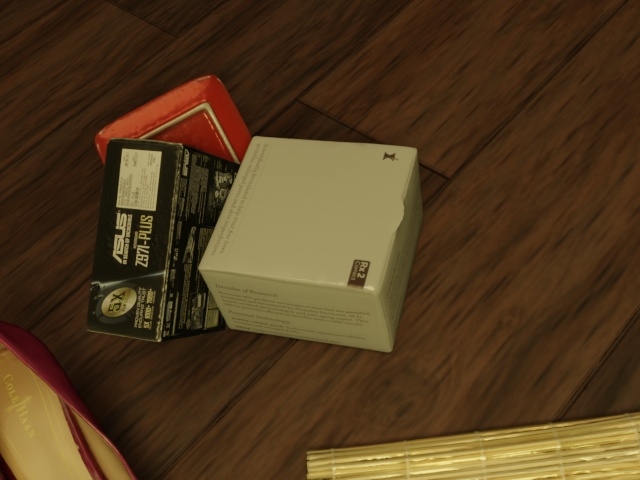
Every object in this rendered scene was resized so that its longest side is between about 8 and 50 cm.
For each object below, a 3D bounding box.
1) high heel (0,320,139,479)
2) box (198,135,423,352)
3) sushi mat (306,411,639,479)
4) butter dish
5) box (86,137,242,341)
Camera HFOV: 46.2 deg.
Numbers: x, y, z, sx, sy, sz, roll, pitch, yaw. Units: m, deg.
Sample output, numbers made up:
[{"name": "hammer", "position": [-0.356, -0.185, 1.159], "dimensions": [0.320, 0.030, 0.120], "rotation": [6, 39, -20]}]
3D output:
[{"name": "high heel", "position": [-0.206, 0.218, 0.608], "dimensions": [0.127, 0.181, 0.377], "rotation": [-39, 55, -17]}, {"name": "box", "position": [0.000, 0.000, 0.769], "dimensions": [0.182, 0.119, 0.180], "rotation": [7, 55, 17]}, {"name": "sushi mat", "position": [0.140, 0.230, 0.629], "dimensions": [0.317, 0.019, 0.151], "rotation": [-9, 53, 5]}, {"name": "butter dish", "position": [-0.162, -0.090, 0.875], "dimensions": [0.160, 0.160, 0.118], "rotation": [-32, 17, -14]}, {"name": "box", "position": [-0.147, 0.000, 0.736], "dimensions": [0.078, 0.147, 0.180], "rotation": [6, 90, 17]}]
